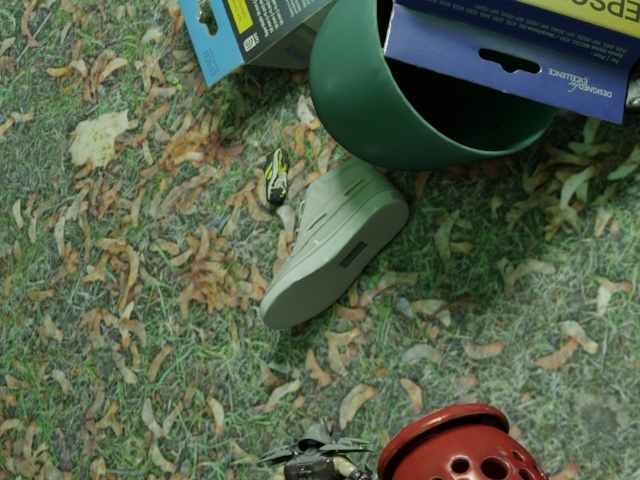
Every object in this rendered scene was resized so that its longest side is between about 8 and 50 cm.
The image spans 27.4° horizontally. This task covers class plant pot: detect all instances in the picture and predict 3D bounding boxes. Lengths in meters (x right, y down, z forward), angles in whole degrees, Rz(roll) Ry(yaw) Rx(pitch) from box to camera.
[{"bbox_3d":[0.166,0.294,1.515,0.191,0.191,0.174,-40,54,20],"label":"plant pot"},{"bbox_3d":[0.123,-0.218,1.660,0.235,0.293,0.292,-21,61,56],"label":"plant pot"}]

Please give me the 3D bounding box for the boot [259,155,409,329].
[{"bbox_3d":[0.000,0.000,1.803,0.258,0.095,0.123,-42,49,8],"label":"boot"}]

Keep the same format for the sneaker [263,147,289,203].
[{"bbox_3d":[-0.067,-0.092,1.912,0.035,0.031,0.083,-7,67,49],"label":"sneaker"}]

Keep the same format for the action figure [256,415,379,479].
[{"bbox_3d":[-0.001,0.363,1.679,0.185,0.099,0.285,-19,61,38],"label":"action figure"}]

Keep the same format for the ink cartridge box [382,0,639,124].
[{"bbox_3d":[0.245,-0.320,1.532,0.072,0.304,0.307,130,152,-66],"label":"ink cartridge box"}]

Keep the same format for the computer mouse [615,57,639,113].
[{"bbox_3d":[0.469,-0.181,1.532,0.262,0.060,0.184,-24,60,17],"label":"computer mouse"}]

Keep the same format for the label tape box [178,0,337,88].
[{"bbox_3d":[-0.043,-0.388,1.936,0.334,0.106,0.240,-33,59,24],"label":"label tape box"}]
